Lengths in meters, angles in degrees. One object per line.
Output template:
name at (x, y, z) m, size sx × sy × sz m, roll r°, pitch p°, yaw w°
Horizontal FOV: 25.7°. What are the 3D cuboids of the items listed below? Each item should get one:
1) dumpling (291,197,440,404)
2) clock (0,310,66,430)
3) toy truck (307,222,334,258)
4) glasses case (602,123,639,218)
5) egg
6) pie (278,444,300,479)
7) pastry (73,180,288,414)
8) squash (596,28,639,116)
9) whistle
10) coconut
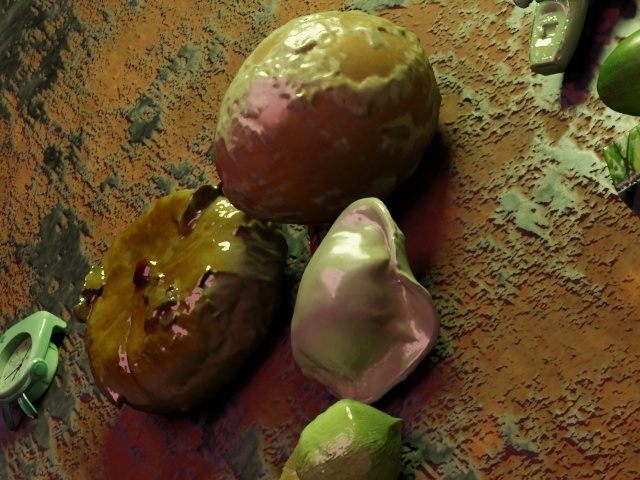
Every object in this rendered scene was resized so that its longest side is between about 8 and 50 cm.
dumpling at (0.045, 0.058, 1.201) m, size 0.134 × 0.100 × 0.169 m, roll 25°, pitch 84°, yaw 42°
clock at (-0.354, 0.156, 1.670) m, size 0.101 × 0.041 × 0.135 m, roll -27°, pitch 43°, yaw 35°
toy truck at (0.000, 0.000, 1.372) m, size 0.083 × 0.024 × 0.032 m, roll -102°, pitch 32°, yaw -51°
glasses case at (0.336, -0.093, 0.963) m, size 0.272 × 0.095 × 0.062 m, roll -35°, pitch 43°, yaw 29°
egg at (0.003, -0.113, 1.320) m, size 0.233 × 0.195 × 0.195 m, roll -48°, pitch 32°, yaw -11°
pie at (-0.006, 0.204, 1.205) m, size 0.084 × 0.020 × 0.084 m, roll -34°, pitch 36°, yaw 30°
pastry at (-0.145, 0.056, 1.419) m, size 0.235 × 0.120 × 0.257 m, roll 8°, pitch 69°, yaw 54°
squash at (0.337, -0.159, 1.031) m, size 0.292 × 0.082 × 0.082 m, roll -22°, pitch 46°, yaw 38°
whistle at (0.225, -0.257, 1.266) m, size 0.114 × 0.077 × 0.236 m, roll -4°, pitch 60°, yaw 42°
coconut at (0.027, 0.172, 1.133) m, size 0.096 × 0.088 × 0.088 m, roll -30°, pitch 37°, yaw 7°
